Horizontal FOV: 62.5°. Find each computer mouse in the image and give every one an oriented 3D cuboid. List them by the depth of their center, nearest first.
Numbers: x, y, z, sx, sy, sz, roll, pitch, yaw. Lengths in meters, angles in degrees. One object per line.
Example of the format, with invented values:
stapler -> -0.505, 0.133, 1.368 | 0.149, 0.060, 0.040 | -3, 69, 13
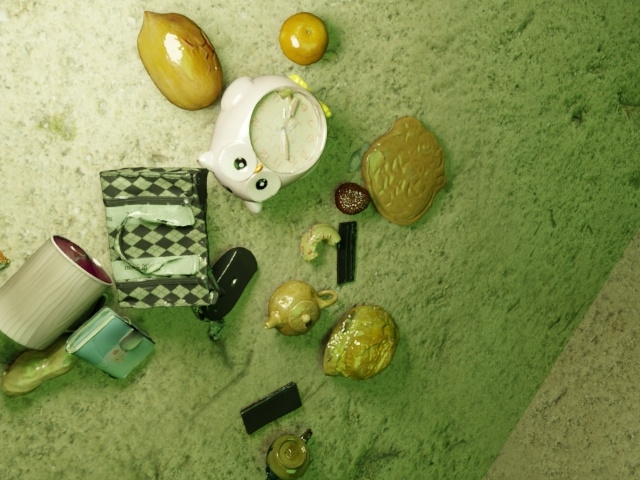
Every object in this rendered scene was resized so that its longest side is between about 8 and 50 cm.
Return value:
computer mouse -> -0.323, 0.141, 1.781 | 0.270, 0.086, 0.137 | -59, 138, -18

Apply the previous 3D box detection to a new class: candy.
candy -> -0.400, 0.254, 1.800 | 0.094, 0.051, 0.226 | -35, 120, -11

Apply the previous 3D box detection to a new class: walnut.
walnut -> -0.385, -0.500, 1.459 | 0.203, 0.203, 0.298 | -41, 134, -11

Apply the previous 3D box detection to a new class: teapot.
teapot -> -0.068, 0.254, 1.915 | 0.311, 0.167, 0.204 | -18, 114, -24
teapot -> -0.127, 0.869, 2.114 | 0.269, 0.173, 0.183 | -40, 162, -40

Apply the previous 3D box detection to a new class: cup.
cup -> -0.750, 0.146, 1.505 | 0.208, 0.288, 0.273 | 43, 83, 4

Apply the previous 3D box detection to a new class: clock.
clock -> -0.180, -0.303, 1.617 | 0.368, 0.250, 0.377 | 44, 77, -32

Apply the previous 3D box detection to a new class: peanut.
peanut -> -0.819, 0.370, 1.576 | 0.263, 0.101, 0.117 | -26, 137, -20

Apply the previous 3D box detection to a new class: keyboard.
keyboard -> 0.099, 0.048, 2.028 | 0.087, 0.017, 0.251 | -9, 111, -28

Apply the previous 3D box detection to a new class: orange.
orange -> -0.052, -0.625, 1.645 | 0.158, 0.136, 0.159 | -1, 92, -16

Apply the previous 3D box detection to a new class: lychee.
lychee -> 0.117, -0.152, 1.911 | 0.129, 0.123, 0.123 | -14, 119, 15

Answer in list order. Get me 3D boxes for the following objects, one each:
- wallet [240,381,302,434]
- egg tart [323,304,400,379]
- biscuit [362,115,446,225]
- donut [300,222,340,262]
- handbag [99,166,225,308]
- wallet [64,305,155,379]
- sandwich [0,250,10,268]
wallet -> -0.191, 0.658, 2.068 | 0.244, 0.025, 0.124 | -24, 117, -22
egg tart -> 0.188, 0.425, 2.130 | 0.351, 0.153, 0.340 | 18, 94, -33
biscuit -> 0.333, -0.255, 2.030 | 0.365, 0.062, 0.385 | -47, 122, -9
donut -> -0.004, -0.002, 1.924 | 0.166, 0.065, 0.108 | -31, 118, -17
handbag -> -0.444, -0.004, 1.525 | 0.316, 0.180, 0.417 | 2, 104, 14
wallet -> -0.638, 0.321, 1.626 | 0.176, 0.075, 0.250 | -46, 147, -14
sandwich -> -0.918, 0.044, 1.454 | 0.069, 0.026, 0.101 | -36, 120, -13
